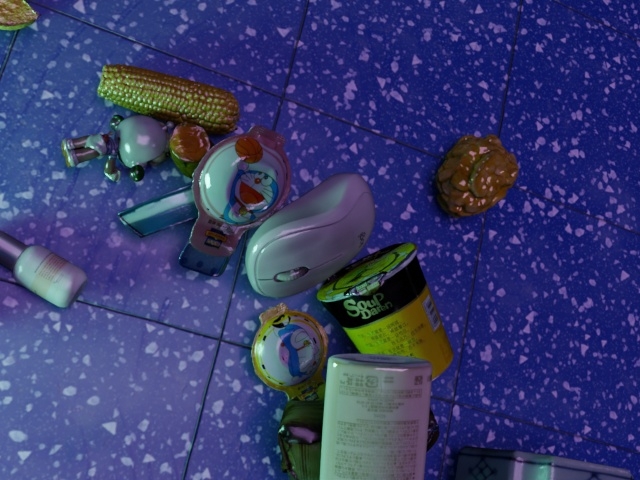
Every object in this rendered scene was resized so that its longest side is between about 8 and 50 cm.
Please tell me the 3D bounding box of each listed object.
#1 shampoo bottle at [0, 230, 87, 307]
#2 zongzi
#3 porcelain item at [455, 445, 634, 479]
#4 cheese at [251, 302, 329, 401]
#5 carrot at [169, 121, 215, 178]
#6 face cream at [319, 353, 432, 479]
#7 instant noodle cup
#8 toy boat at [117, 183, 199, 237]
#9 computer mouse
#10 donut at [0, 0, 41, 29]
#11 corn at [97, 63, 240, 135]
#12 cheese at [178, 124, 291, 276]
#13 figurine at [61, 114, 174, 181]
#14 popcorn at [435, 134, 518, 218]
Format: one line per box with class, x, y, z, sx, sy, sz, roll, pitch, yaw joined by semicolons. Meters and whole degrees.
shampoo bottle;-0.486;0.039;1.274;0.192;0.074;0.074;30;70;-4
zongzi;0.071;0.426;1.371;0.286;0.138;0.299;-3;96;-5
porcelain item;0.416;0.484;1.432;0.286;0.281;0.157;15;72;-20
cheese;-0.041;0.236;1.418;0.157;0.064;0.250;-26;102;-23
carrot;-0.224;-0.155;1.361;0.082;0.173;0.082;1;84;-6
face cream;0.087;0.363;1.256;0.174;0.081;0.348;3;95;-3
instant noodle cup;0.136;0.149;1.439;0.216;0.216;0.236;-33;100;-24
toy boat;-0.219;-0.075;1.393;0.299;0.096;0.061;-22;97;-22
computer mouse;0.000;0.000;1.419;0.121;0.184;0.297;34;54;28
donut;-0.562;-0.454;1.341;0.146;0.078;0.181;5;84;-20
corn;-0.274;-0.260;1.408;0.260;0.091;0.091;13;78;-14
cheese;-0.151;-0.067;1.336;0.189;0.074;0.285;23;102;-34
figurine;-0.354;-0.165;1.360;0.197;0.093;0.147;-18;65;-16
popcorn;0.328;-0.143;1.601;0.194;0.140;0.163;-22;94;-26
